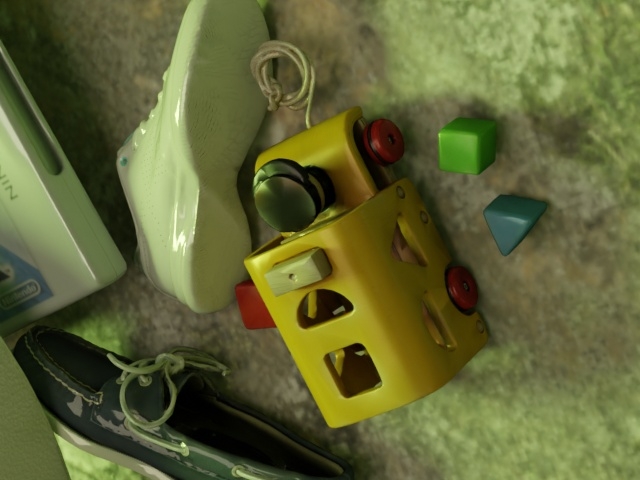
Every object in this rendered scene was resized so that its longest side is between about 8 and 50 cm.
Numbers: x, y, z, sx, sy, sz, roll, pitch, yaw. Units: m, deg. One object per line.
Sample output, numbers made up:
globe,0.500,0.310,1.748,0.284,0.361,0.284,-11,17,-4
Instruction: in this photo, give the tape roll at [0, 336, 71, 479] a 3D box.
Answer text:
tape roll,-0.325,0.152,1.202,0.392,0.072,0.392,22,127,32

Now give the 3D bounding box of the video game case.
video game case,-0.314,-0.052,1.178,0.329,0.036,0.300,-25,96,40

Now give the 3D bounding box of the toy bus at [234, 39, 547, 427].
toy bus,0.010,0.009,0.997,0.202,0.104,0.191,23,119,18

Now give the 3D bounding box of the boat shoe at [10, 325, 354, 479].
boat shoe,-0.093,0.116,1.100,0.254,0.095,0.079,32,117,21

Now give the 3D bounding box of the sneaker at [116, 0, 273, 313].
sneaker,-0.091,-0.063,1.076,0.094,0.080,0.212,23,113,38
